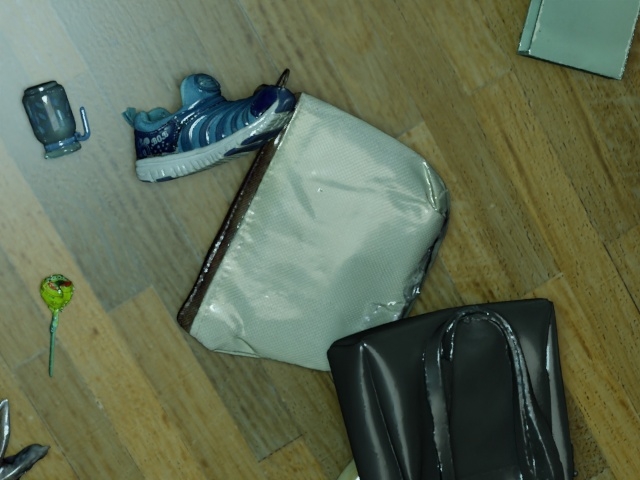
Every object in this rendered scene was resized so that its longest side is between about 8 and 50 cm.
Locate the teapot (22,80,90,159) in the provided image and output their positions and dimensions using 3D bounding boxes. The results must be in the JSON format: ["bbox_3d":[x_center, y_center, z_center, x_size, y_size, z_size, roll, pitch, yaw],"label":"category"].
[{"bbox_3d":[-0.297,-0.136,1.909,0.049,0.063,0.083,-12,105,21],"label":"teapot"}]

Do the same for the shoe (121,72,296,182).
[{"bbox_3d":[-0.125,-0.134,1.895,0.207,0.091,0.106,-16,92,23],"label":"shoe"}]

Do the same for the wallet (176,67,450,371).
[{"bbox_3d":[-0.001,0.000,1.987,0.274,0.068,0.335,23,98,-11],"label":"wallet"}]

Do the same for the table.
[{"bbox_3d":[0.308,-0.318,1.988,0.121,0.111,0.240,14,94,-15],"label":"table"}]

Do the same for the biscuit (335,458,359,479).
[{"bbox_3d":[0.108,0.355,2.057,0.237,0.062,0.291,37,87,-14],"label":"biscuit"}]

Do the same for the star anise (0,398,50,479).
[{"bbox_3d":[-0.406,0.282,1.915,0.262,0.081,0.230,16,94,-26],"label":"star anise"}]

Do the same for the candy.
[{"bbox_3d":[-0.304,0.098,1.945,0.035,0.035,0.123,13,105,17],"label":"candy"}]

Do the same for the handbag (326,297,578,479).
[{"bbox_3d":[0.164,0.206,1.977,0.285,0.113,0.257,-10,88,-27],"label":"handbag"}]
